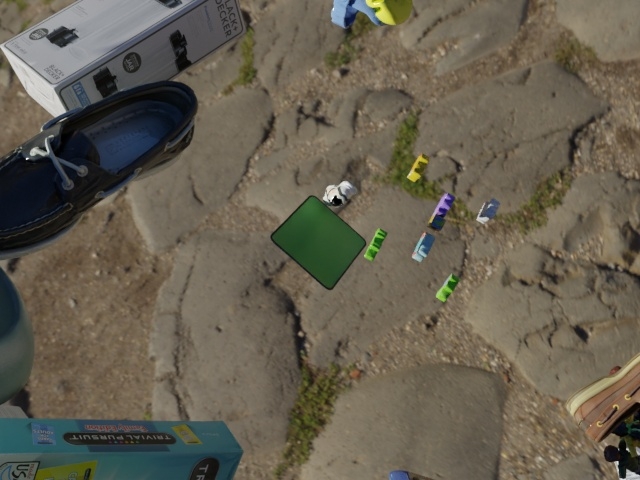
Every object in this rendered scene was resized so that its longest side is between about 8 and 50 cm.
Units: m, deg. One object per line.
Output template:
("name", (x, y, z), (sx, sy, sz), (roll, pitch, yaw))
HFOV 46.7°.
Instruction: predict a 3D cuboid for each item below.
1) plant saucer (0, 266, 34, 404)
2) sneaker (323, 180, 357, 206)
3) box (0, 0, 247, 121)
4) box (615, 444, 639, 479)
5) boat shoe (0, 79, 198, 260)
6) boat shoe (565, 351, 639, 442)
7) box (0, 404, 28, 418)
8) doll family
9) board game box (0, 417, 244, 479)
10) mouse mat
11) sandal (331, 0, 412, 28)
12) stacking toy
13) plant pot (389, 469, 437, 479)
("plant saucer", (-0.384, 0.027, 0.640), (0.044, 0.317, 0.317), (-52, 52, 9))
("sneaker", (0.028, -0.083, 1.427), (0.044, 0.040, 0.109), (-52, 11, -22))
("box", (-0.267, -0.281, 1.028), (0.290, 0.087, 0.169), (-40, 53, -20))
("box", (0.755, 0.400, 1.405), (0.307, 0.242, 0.077), (-25, 69, 44))
("boat shoe", (-0.256, -0.088, 0.787), (0.114, 0.091, 0.302), (45, 53, 1))
("boat shoe", (0.370, 0.167, 0.844), (0.178, 0.064, 0.060), (-37, 52, 14))
("box", (-0.619, 0.368, 1.362), (0.130, 0.170, 0.091), (32, 93, 39))
("doll family", (0.506, 0.288, 1.206), (0.076, 0.111, 0.193), (-46, 26, 48))
("board game box", (-0.297, 0.362, 0.973), (0.079, 0.335, 0.254), (38, 111, 50))
("mouse mat", (0.000, 0.000, 1.419), (0.007, 0.152, 0.190), (-48, 0, 39))
("sandal", (0.024, -0.498, 1.306), (0.138, 0.317, 0.126), (-18, 22, 42))
("stacking toy", (0.197, -0.023, 1.309), (0.166, 0.052, 0.221), (31, 78, -3))
("plant pot", (0.208, 0.619, 1.507), (0.212, 0.235, 0.236), (-59, 21, 20))
